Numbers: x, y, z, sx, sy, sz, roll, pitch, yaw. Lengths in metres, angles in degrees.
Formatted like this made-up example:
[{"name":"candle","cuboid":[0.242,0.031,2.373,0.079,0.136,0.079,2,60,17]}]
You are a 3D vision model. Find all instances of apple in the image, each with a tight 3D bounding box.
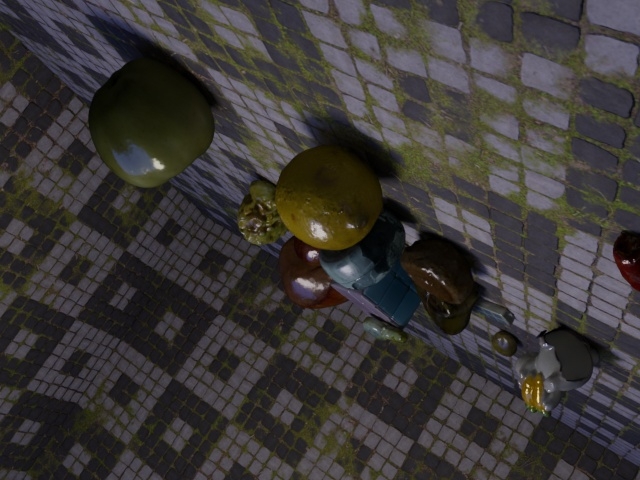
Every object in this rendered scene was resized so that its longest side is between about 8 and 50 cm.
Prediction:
[{"name":"apple","cuboid":[-0.500,-0.340,1.940,0.357,0.357,0.357,32,170,7]}]

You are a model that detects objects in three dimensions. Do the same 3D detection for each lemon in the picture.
[{"name":"lemon","cuboid":[0.025,-0.106,1.638,0.258,0.258,0.310,40,-179,-34]}]

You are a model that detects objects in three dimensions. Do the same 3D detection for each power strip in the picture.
[{"name":"power strip","cuboid":[0.551,0.226,2.191,0.192,0.035,0.081,21,164,48]}]

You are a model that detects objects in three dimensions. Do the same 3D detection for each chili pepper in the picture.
[{"name":"chili pepper","cuboid":[0.573,0.044,1.193,0.073,0.070,0.123,-1,145,44]}]

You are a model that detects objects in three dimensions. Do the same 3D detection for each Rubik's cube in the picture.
[{"name":"Rubik's cube","cuboid":[0.211,0.137,2.273,0.224,0.231,0.221,37,169,-26]}]

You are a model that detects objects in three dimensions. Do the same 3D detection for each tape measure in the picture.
[{"name":"tape measure","cuboid":[0.111,0.009,1.907,0.147,0.256,0.275,39,174,-25]}]

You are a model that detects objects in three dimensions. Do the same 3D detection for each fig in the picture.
[{"name":"fig","cuboid":[0.000,0.000,2.453,0.205,0.205,0.205,32,170,7]}]

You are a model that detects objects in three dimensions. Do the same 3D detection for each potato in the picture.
[{"name":"potato","cuboid":[0.674,0.381,2.426,0.091,0.070,0.138,26,167,32]}]

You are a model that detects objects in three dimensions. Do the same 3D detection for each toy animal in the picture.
[{"name":"toy animal","cuboid":[0.695,0.388,1.991,0.183,0.247,0.310,47,160,23]}]

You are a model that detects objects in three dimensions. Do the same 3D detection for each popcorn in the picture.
[{"name":"popcorn","cuboid":[-0.225,-0.092,2.569,0.173,0.225,0.286,26,169,19]}]

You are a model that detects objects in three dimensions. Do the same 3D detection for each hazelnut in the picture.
[{"name":"hazelnut","cuboid":[0.001,0.119,2.699,0.372,0.315,0.372,32,-160,-13]}]

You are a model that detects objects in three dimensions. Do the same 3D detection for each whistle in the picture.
[{"name":"whistle","cuboid":[0.222,0.304,2.251,0.104,0.057,0.198,45,159,-28]}]

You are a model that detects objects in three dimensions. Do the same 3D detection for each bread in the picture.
[{"name":"bread","cuboid":[0.343,0.080,1.911,0.230,0.123,0.230,38,170,8]}]

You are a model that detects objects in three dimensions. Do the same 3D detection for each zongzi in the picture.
[{"name":"zongzi","cuboid":[0.370,0.163,2.187,0.300,0.145,0.274,43,165,24]}]
